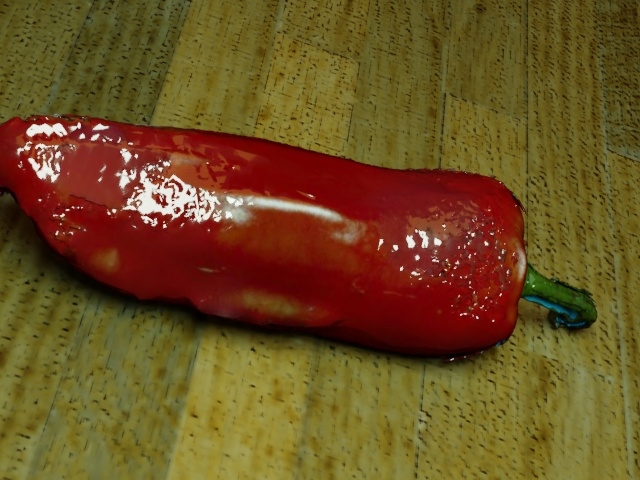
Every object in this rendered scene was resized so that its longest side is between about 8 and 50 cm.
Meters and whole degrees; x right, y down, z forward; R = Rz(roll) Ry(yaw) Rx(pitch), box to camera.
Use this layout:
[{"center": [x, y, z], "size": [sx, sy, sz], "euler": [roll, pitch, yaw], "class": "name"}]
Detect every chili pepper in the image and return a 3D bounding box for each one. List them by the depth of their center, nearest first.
[{"center": [0.000, 0.000, 0.881], "size": [0.387, 0.110, 0.110], "euler": [11, 38, -21], "class": "chili pepper"}]
